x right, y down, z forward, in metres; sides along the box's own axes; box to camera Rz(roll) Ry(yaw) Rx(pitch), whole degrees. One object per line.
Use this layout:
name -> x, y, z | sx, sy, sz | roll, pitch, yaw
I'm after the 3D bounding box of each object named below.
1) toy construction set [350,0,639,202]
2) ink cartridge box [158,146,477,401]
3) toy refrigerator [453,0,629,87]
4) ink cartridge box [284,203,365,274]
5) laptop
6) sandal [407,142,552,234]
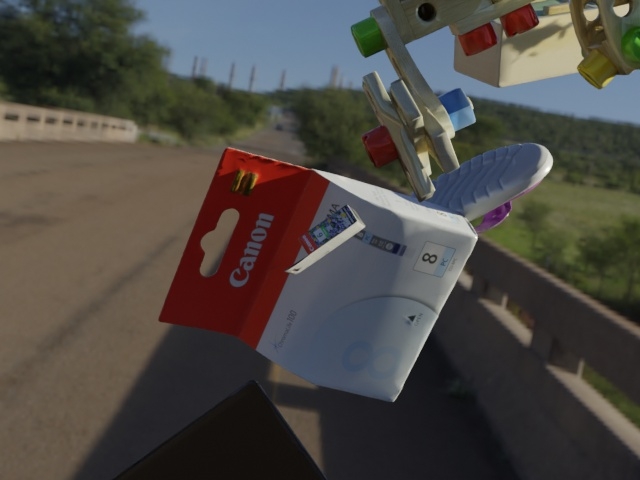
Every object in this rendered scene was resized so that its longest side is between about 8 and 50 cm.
toy construction set -> 0.154, -0.172, 0.875 | 0.327, 0.215, 0.151 | -29, 13, -15
ink cartridge box -> -0.006, 0.058, 1.604 | 0.385, 0.308, 0.091 | 15, 26, -21
toy refrigerator -> 0.321, -0.285, 1.496 | 0.269, 0.094, 0.102 | -13, 28, -26
ink cartridge box -> 0.000, 0.000, 1.415 | 0.029, 0.115, 0.063 | 57, 7, 12
laptop -> -0.087, 0.444, 1.523 | 0.408, 0.382, 0.236 | 37, 22, -50
sandal -> 0.212, -0.036, 1.766 | 0.416, 0.169, 0.102 | -26, -66, 38
